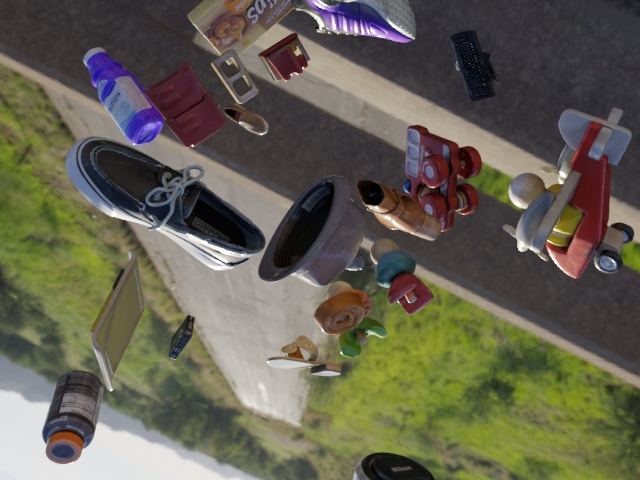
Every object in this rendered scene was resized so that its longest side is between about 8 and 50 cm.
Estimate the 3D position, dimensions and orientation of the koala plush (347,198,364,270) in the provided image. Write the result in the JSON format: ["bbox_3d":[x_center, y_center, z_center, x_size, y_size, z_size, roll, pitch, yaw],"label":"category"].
[{"bbox_3d":[0.074,-0.039,2.358,0.204,0.221,0.196,8,138,13],"label":"koala plush"}]

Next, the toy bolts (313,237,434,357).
[{"bbox_3d":[0.082,0.090,1.322,0.218,0.229,0.158,40,-161,-50],"label":"toy bolts"}]

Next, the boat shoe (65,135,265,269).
[{"bbox_3d":[-0.215,-0.057,0.966,0.306,0.113,0.105,39,145,-23],"label":"boat shoe"}]

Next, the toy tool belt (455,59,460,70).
[{"bbox_3d":[0.410,-0.524,1.884,0.052,0.083,0.051,11,144,34],"label":"toy tool belt"}]

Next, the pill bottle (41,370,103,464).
[{"bbox_3d":[-0.655,0.468,1.749,0.130,0.130,0.245,33,-161,-24],"label":"pill bottle"}]

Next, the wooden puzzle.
[{"bbox_3d":[-0.430,0.167,1.404,0.044,0.238,0.221,12,144,-1],"label":"wooden puzzle"}]

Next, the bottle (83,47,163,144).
[{"bbox_3d":[-0.526,-0.387,1.753,0.282,0.092,0.118,53,131,13],"label":"bottle"}]

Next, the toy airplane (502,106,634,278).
[{"bbox_3d":[0.564,-0.124,1.522,0.273,0.384,0.386,10,175,34],"label":"toy airplane"}]

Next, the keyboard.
[{"bbox_3d":[0.415,-0.470,1.784,0.100,0.038,0.192,-10,112,38],"label":"keyboard"}]

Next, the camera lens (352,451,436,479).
[{"bbox_3d":[0.169,0.700,1.688,0.220,0.274,0.219,14,-169,-3],"label":"camera lens"}]

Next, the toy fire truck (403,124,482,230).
[{"bbox_3d":[0.359,-0.196,2.104,0.254,0.170,0.302,38,137,50],"label":"toy fire truck"}]

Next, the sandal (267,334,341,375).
[{"bbox_3d":[-0.040,0.268,1.588,0.088,0.079,0.240,-18,152,37],"label":"sandal"}]

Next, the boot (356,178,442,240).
[{"bbox_3d":[0.165,-0.095,1.749,0.220,0.109,0.283,26,-169,-34],"label":"boot"}]

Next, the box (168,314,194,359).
[{"bbox_3d":[-0.315,0.219,1.505,0.018,0.067,0.083,27,120,-21],"label":"box"}]

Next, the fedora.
[{"bbox_3d":[0.000,0.000,1.409,0.124,0.275,0.244,36,158,-25],"label":"fedora"}]

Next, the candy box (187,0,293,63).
[{"bbox_3d":[-0.232,-0.727,2.066,0.183,0.316,0.087,45,-173,-43],"label":"candy box"}]

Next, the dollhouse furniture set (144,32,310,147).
[{"bbox_3d":[-0.204,-0.381,1.520,0.152,0.374,0.201,57,176,-21],"label":"dollhouse furniture set"}]

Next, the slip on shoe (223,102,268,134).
[{"bbox_3d":[-0.196,-0.318,1.742,0.135,0.041,0.051,38,123,20],"label":"slip on shoe"}]

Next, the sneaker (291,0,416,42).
[{"bbox_3d":[0.065,-0.480,1.389,0.294,0.102,0.146,16,153,-35],"label":"sneaker"}]
